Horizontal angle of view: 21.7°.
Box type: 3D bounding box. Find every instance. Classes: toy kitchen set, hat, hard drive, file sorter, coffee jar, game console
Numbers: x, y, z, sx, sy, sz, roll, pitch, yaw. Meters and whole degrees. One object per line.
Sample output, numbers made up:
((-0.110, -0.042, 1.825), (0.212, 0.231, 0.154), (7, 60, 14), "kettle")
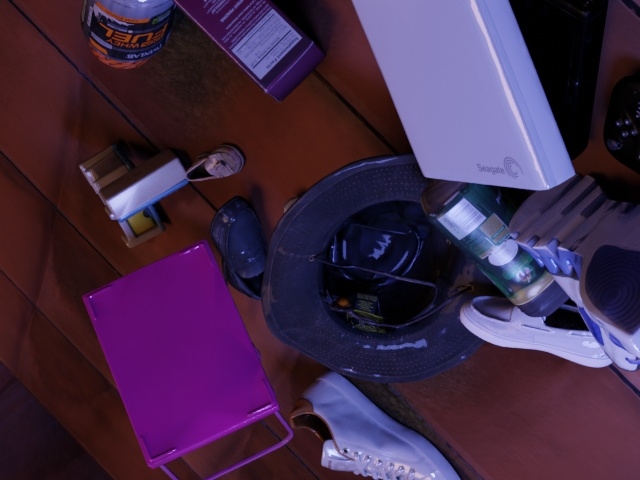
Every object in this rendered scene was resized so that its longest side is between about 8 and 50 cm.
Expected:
((-0.254, -0.057, 2.491), (0.166, 0.122, 0.207), (62, 172, -28), "toy kitchen set")
((0.084, 0.006, 1.954), (0.134, 0.331, 0.331), (-91, -18, -53), "hat")
((0.109, -0.220, 1.634), (0.233, 0.047, 0.353), (12, 129, 62), "hard drive")
((-0.189, 0.192, 2.475), (0.182, 0.202, 0.290), (66, 179, -64), "file sorter")
((0.195, -0.001, 1.803), (0.184, 0.079, 0.096), (44, -167, -20), "coffee jar")
((0.290, -0.126, 1.566), (0.361, 0.044, 0.213), (35, 152, 26), "game console")

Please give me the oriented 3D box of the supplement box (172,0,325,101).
((-0.092, -0.254, 1.907), (0.188, 0.081, 0.104), (45, -176, 7), "supplement box")

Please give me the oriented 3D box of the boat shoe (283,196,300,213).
((0.000, 0.000, 2.213), (0.142, 0.049, 0.040), (55, 173, -10), "boat shoe")

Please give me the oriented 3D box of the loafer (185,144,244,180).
((-0.147, -0.101, 2.301), (0.045, 0.039, 0.125), (55, 154, -13), "loafer")

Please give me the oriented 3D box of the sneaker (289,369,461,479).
((0.076, 0.321, 2.454), (0.290, 0.123, 0.106), (35, 150, 23), "sneaker")

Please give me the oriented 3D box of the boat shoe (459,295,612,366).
((0.248, 0.090, 1.877), (0.184, 0.066, 0.063), (19, 134, 18), "boat shoe")

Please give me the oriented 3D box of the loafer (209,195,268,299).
((-0.104, 0.013, 2.354), (0.078, 0.076, 0.223), (43, 161, 23), "loafer")

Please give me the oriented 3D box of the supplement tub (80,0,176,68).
((-0.236, -0.298, 2.074), (0.117, 0.117, 0.190), (44, 155, 9), "supplement tub")

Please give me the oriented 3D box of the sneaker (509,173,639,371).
((0.321, 0.054, 1.651), (0.182, 0.127, 0.315), (48, -179, -24), "sneaker")
